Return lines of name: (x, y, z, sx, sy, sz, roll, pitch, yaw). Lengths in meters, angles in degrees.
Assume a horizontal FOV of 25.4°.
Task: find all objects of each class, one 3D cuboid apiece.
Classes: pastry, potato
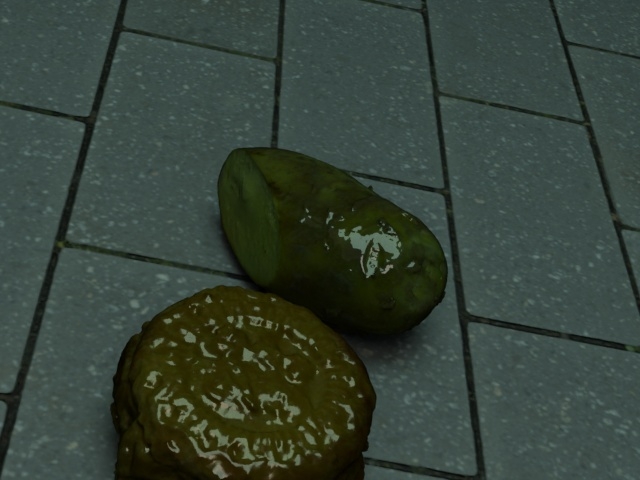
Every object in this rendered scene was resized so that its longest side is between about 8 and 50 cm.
pastry: (-0.071, 0.152, 1.249, 0.240, 0.132, 0.235, 30, 36, 22)
potato: (0.000, 0.000, 1.493, 0.298, 0.141, 0.176, 31, 23, 32)
